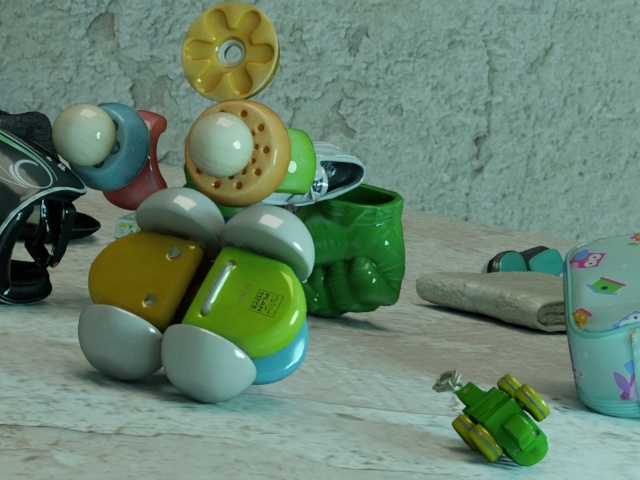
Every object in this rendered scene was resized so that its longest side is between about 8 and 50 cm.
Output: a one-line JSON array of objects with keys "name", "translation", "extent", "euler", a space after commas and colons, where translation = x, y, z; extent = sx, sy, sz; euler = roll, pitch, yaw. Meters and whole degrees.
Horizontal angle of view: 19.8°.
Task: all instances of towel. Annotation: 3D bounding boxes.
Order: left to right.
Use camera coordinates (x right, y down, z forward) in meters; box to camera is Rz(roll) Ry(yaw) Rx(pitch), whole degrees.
[{"name": "towel", "translation": [0.265, 0.075, 2.258], "extent": [0.187, 0.049, 0.282], "euler": [12, 6, 39]}]

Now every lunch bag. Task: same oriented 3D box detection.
[{"name": "lunch bag", "translation": [0.362, 0.061, 1.659], "extent": [0.279, 0.108, 0.224], "euler": [-7, 23, 8]}]

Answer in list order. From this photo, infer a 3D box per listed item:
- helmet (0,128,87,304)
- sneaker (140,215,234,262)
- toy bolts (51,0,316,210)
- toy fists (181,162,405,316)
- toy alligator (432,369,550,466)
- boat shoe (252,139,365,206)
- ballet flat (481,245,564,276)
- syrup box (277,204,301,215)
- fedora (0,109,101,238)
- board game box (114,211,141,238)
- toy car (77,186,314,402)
[{"name": "helmet", "translation": [-0.314, -0.029, 1.701], "extent": [0.161, 0.169, 0.169], "euler": [31, 15, 28]}, {"name": "sneaker", "translation": [-0.103, 0.034, 1.758], "extent": [0.147, 0.130, 0.330], "euler": [-4, 1, -2]}, {"name": "toy bolts", "translation": [-0.143, -0.126, 1.740], "extent": [0.228, 0.218, 0.158], "euler": [-11, -11, 17]}, {"name": "toy fists", "translation": [-0.040, 0.005, 1.969], "extent": [0.279, 0.142, 0.096], "euler": [11, 22, 21]}, {"name": "toy alligator", "translation": [0.130, 0.133, 1.345], "extent": [0.051, 0.056, 0.189], "euler": [51, -6, -13]}, {"name": "boat shoe", "translation": [-0.020, -0.063, 1.865], "extent": [0.063, 0.066, 0.184], "euler": [19, 13, 31]}, {"name": "ballet flat", "translation": [0.262, 0.048, 2.486], "extent": [0.074, 0.074, 0.203], "euler": [12, 12, 30]}, {"name": "syrup box", "translation": [0.000, 0.000, 2.332], "extent": [0.096, 0.093, 0.237], "euler": [7, 6, -22]}, {"name": "fedora", "translation": [-0.419, -0.096, 2.309], "extent": [0.334, 0.153, 0.334], "euler": [10, 5, -1]}, {"name": "board game box", "translation": [-0.214, -0.014, 2.470], "extent": [0.103, 0.026, 0.154], "euler": [9, 5, 3]}, {"name": "toy car", "translation": [-0.086, 0.057, 1.413], "extent": [0.182, 0.159, 0.136], "euler": [11, -31, 27]}]
